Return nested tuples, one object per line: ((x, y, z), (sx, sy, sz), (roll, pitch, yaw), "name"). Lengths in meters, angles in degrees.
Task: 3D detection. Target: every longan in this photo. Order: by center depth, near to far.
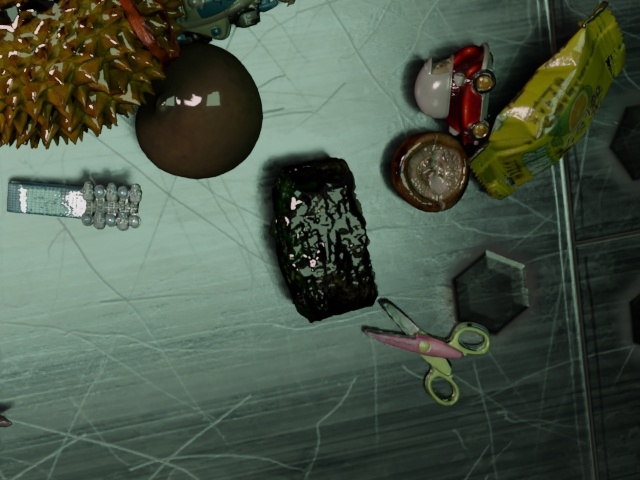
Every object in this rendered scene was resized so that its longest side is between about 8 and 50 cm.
((-0.159, -0.170, 1.776), (0.189, 0.189, 0.189), (-2, 100, -12), "longan")

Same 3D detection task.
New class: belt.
((-0.332, -0.050, 1.796), (0.179, 0.100, 0.065), (2, 96, -10), "belt")

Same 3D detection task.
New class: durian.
((-0.338, -0.287, 1.627), (0.347, 0.347, 0.384), (29, 105, -16), "durian")

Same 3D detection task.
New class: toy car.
((-0.146, -0.320, 1.772), (0.161, 0.098, 0.126), (-10, 106, 14), "toy car")
((0.188, -0.208, 1.885), (0.112, 0.112, 0.139), (3, 116, 3), "toy car")

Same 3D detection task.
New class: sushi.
((0.000, 0.000, 1.862), (0.127, 0.124, 0.225), (-13, 103, -10), "sushi")

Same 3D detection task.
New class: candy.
((0.328, -0.186, 1.892), (0.297, 0.081, 0.187), (-47, 150, 0), "candy")

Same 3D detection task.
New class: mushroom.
((0.158, -0.100, 1.917), (0.123, 0.052, 0.123), (-4, 103, -19), "mushroom")

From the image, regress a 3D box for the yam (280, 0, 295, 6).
((0.091, -0.438, 1.831), (0.371, 0.083, 0.083), (-30, 105, -7), "yam")

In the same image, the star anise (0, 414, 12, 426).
((-0.520, 0.252, 1.825), (0.180, 0.061, 0.205), (13, 100, -20), "star anise")

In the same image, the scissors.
((0.155, 0.154, 1.978), (0.187, 0.020, 0.134), (30, 89, -17), "scissors")
